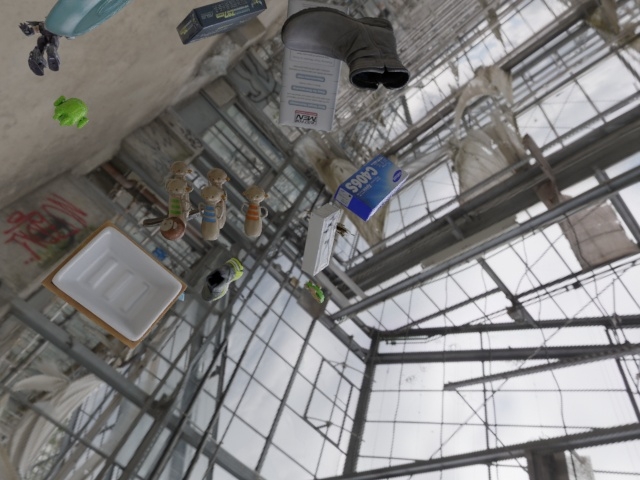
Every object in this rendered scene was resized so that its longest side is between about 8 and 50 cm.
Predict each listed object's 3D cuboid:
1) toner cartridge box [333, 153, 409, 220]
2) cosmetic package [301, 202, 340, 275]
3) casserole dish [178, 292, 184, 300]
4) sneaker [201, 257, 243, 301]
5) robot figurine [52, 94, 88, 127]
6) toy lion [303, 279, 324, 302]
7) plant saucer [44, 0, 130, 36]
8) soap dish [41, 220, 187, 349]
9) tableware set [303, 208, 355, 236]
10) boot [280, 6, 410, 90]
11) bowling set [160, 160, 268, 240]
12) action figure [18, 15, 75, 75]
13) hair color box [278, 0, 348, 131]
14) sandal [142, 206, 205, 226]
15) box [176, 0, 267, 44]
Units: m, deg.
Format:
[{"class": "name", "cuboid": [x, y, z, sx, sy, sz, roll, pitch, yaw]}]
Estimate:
[{"class": "toner cartridge box", "cuboid": [0.217, -0.227, 1.698, 0.348, 0.165, 0.075, -43, 167, -43]}, {"class": "cosmetic package", "cuboid": [0.000, 0.000, 1.416, 0.099, 0.060, 0.239, -32, 142, -45]}, {"class": "casserole dish", "cuboid": [-0.597, 0.187, 1.585, 0.037, 0.114, 0.188, -67, 157, -11]}, {"class": "sneaker", "cuboid": [-0.469, 0.183, 1.843, 0.121, 0.111, 0.300, -19, 158, -52]}, {"class": "robot figurine", "cuboid": [-0.793, -0.410, 1.312, 0.067, 0.101, 0.115, -24, -149, 35]}, {"class": "toy lion", "cuboid": [-0.016, 0.197, 1.543, 0.034, 0.096, 0.100, -38, -157, -18]}, {"class": "plant saucer", "cuboid": [-0.476, -0.557, 0.929, 0.317, 0.043, 0.317, -28, -148, 19]}, {"class": "soap dish", "cuboid": [-0.565, 0.125, 1.156, 0.118, 0.291, 0.229, -14, -145, 55]}, {"class": "tableware set", "cuboid": [0.025, -0.051, 1.544, 0.194, 0.128, 0.039, 23, -97, 28]}, {"class": "boot", "cuboid": [0.068, -0.510, 1.115, 0.118, 0.338, 0.222, 99, -15, -61]}, {"class": "bowling set", "cuboid": [-0.282, -0.088, 0.968, 0.200, 0.287, 0.154, -45, 144, -69]}, {"class": "action figure", "cuboid": [-1.013, -0.751, 1.537, 0.185, 0.285, 0.099, -8, 154, -9]}, {"class": "hair color box", "cuboid": [-0.025, -0.565, 1.354, 0.113, 0.185, 0.374, -83, -179, -64]}, {"class": "sandal", "cuboid": [-0.491, -0.092, 1.391, 0.219, 0.060, 0.090, -16, 179, -31]}, {"class": "box", "cuboid": [-0.304, -0.680, 1.262, 0.233, 0.059, 0.183, -34, -156, -26]}]
